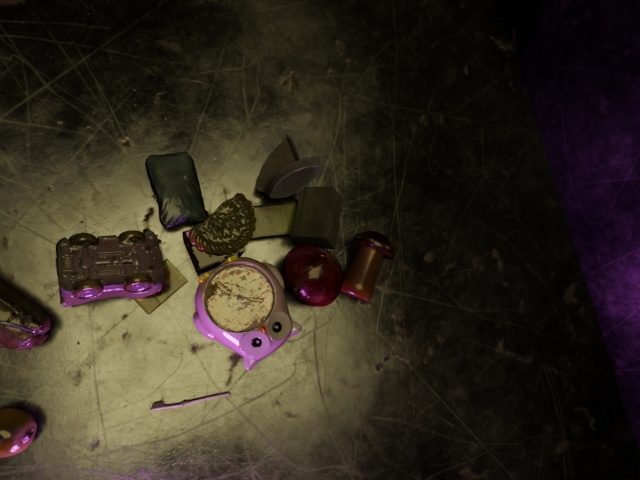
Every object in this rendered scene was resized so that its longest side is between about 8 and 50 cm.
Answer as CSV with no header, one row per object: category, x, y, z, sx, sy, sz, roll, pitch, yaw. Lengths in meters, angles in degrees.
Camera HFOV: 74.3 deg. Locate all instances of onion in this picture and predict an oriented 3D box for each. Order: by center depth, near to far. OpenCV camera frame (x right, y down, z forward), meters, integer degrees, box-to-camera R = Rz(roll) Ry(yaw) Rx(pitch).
onion,-0.038,0.140,1.702,0.277,0.276,0.275,3,79,-16

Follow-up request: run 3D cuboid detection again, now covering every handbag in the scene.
handbag,-0.576,-0.203,1.704,0.192,0.075,0.331,-13,79,-30

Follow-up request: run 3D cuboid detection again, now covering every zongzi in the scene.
zongzi,-1.152,0.316,1.397,0.356,0.174,0.392,39,73,-10

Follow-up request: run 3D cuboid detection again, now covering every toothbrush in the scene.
toothbrush,-0.490,0.612,1.611,0.295,0.026,0.028,-2,66,-16

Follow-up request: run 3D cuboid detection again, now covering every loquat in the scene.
loquat,-1.045,0.630,1.388,0.196,0.152,0.151,8,78,-7

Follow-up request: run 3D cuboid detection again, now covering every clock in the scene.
clock,-0.282,0.266,1.618,0.368,0.250,0.376,-35,84,-17

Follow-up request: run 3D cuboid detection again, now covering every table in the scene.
table,-0.418,0.024,1.665,0.193,0.169,0.172,-23,87,-20

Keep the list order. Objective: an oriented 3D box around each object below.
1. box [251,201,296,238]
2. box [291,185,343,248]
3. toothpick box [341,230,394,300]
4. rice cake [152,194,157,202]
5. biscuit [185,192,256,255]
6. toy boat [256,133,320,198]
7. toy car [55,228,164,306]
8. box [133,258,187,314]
box,-0.207,-0.083,1.802,0.220,0.064,0.140,-6,83,-16
box,-0.011,-0.097,1.777,0.149,0.155,0.231,2,70,22
toothpick box,0.198,0.105,1.825,0.192,0.192,0.294,25,80,-11
rice cake,-0.636,-0.138,1.708,0.022,0.022,0.121,-35,90,-29
biscuit,-0.347,-0.046,1.591,0.187,0.036,0.273,47,70,-3
toy boat,-0.155,-0.295,1.796,0.276,0.293,0.111,-43,134,-5
toy car,-0.766,0.112,1.544,0.337,0.226,0.241,-5,62,-33
box,-0.634,0.178,1.647,0.193,0.030,0.121,-43,93,-19
